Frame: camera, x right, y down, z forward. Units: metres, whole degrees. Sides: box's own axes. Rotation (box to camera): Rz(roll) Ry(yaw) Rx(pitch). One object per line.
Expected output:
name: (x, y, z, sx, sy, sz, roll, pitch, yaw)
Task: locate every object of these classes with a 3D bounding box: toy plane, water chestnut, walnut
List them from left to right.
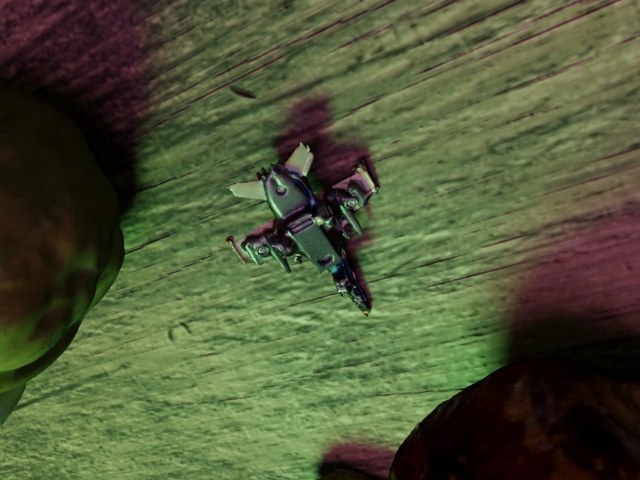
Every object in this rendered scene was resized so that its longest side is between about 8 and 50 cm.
walnut: (-0.317, 0.006, 0.697, 0.282, 0.276, 0.253, 1, 128, 13)
toy plane: (0.001, 0.006, 0.672, 0.135, 0.062, 0.188, -27, 112, 9)
water chestnut: (0.198, 0.228, 0.617, 0.289, 0.289, 0.244, 43, 163, -6)

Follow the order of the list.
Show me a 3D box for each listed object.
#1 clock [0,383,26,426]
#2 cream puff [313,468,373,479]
clock: (-0.487, 0.132, 0.946, 0.200, 0.146, 0.243, -19, 116, 29)
cream puff: (0.026, 0.322, 0.851, 0.126, 0.103, 0.143, -17, 108, 35)
